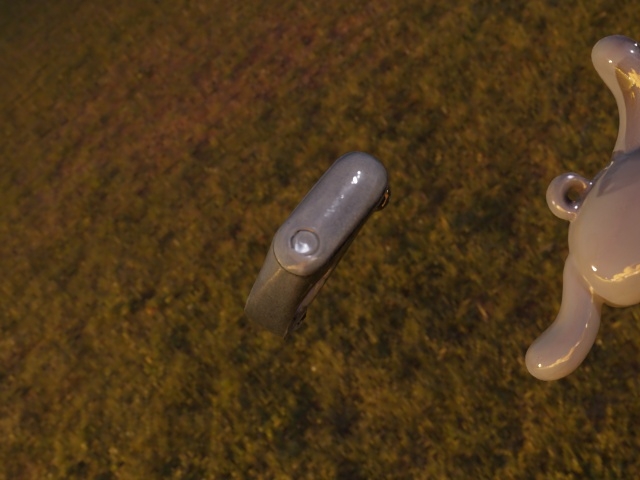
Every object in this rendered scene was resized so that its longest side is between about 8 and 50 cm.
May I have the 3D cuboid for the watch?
[{"bbox_3d":[0.000,0.000,1.073,0.206,0.068,0.193,-54,-4,-21],"label":"watch"}]

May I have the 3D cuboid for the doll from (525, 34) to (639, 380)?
[{"bbox_3d":[0.425,-0.004,1.187,0.187,0.366,0.376,-82,6,-72],"label":"doll"}]
